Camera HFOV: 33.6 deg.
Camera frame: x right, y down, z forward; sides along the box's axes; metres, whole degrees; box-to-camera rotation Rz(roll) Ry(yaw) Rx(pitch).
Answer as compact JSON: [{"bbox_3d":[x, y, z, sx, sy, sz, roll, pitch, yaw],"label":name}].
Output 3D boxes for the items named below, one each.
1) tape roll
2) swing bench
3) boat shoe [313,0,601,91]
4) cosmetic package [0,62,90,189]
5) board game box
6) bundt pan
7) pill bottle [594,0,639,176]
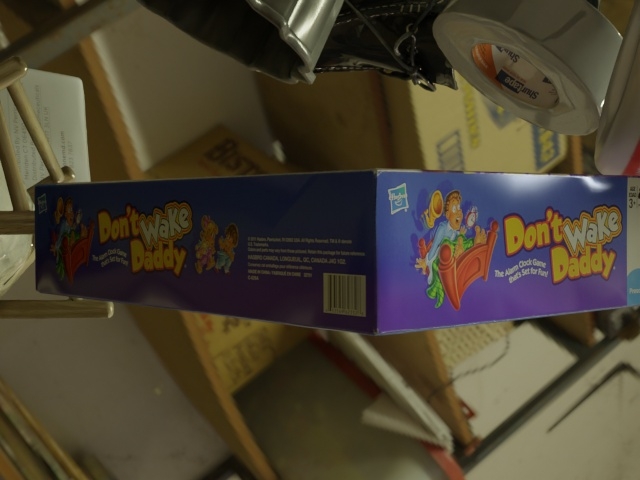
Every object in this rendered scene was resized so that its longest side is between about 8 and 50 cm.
[{"bbox_3d":[0.235,-0.210,1.183,0.219,0.072,0.219,34,-9,6],"label":"tape roll"},{"bbox_3d":[-0.337,-0.003,0.913,0.253,0.255,0.165,99,-28,-71],"label":"swing bench"},{"bbox_3d":[0.138,-0.285,1.425,0.187,0.500,0.156,65,17,-71],"label":"boat shoe"},{"bbox_3d":[-0.500,-0.096,1.116,0.230,0.453,0.161,-27,-115,48],"label":"cosmetic package"},{"bbox_3d":[0.000,0.000,0.683,0.347,0.233,0.078,1,-88,49],"label":"board game box"},{"bbox_3d":[-0.112,-0.273,0.889,0.331,0.124,0.331,32,-4,3],"label":"bundt pan"},{"bbox_3d":[0.341,-0.086,0.701,0.283,0.161,0.161,15,-26,8],"label":"pill bottle"}]
